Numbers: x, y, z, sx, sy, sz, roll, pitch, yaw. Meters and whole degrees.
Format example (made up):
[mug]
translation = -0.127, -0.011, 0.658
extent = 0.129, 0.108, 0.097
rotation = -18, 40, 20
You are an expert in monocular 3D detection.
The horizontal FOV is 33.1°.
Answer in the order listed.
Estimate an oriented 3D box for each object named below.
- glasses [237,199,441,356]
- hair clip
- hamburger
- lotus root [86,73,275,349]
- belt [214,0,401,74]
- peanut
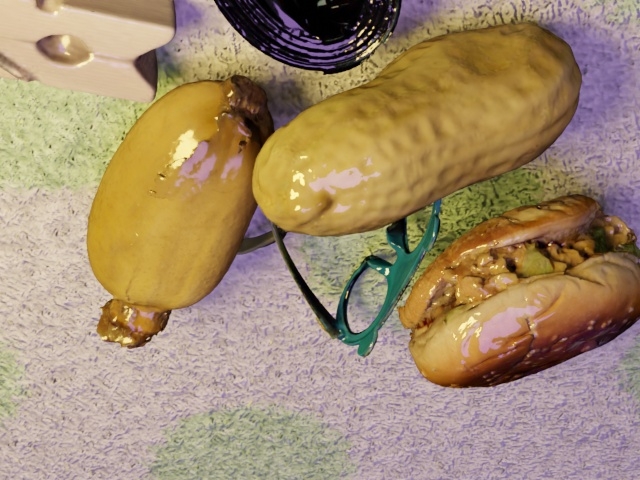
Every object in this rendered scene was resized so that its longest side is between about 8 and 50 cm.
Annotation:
[glasses]
translation = 0.013, -0.017, 1.089
extent = 0.207, 0.102, 0.239
rotation = 34, 124, 5
[hair clip]
translation = -0.288, -0.194, 0.887
extent = 0.331, 0.085, 0.101
rotation = 7, 132, -20
[hamburger]
translation = 0.207, 0.063, 1.084
extent = 0.286, 0.146, 0.243
rotation = -14, 160, -34
[lotus root]
translation = -0.134, -0.035, 1.007
extent = 0.146, 0.130, 0.303
rotation = 14, 124, -24
[belt]
translation = -0.016, -0.233, 0.885
extent = 0.151, 0.078, 0.198
rotation = -30, 126, 21
[peanut]
translation = 0.084, -0.096, 0.947
extent = 0.319, 0.147, 0.147
rotation = -26, 132, -15
